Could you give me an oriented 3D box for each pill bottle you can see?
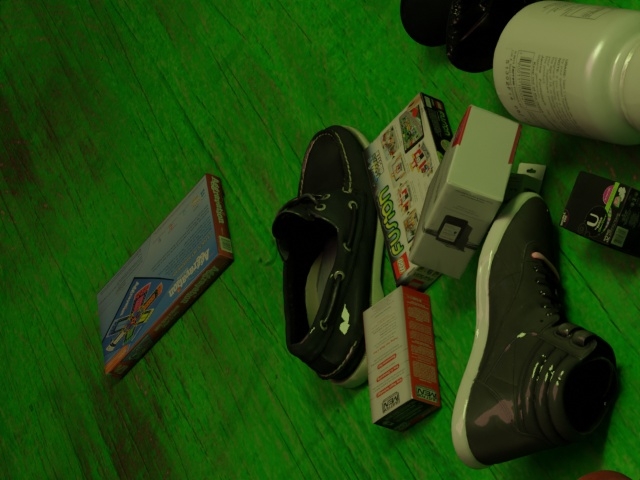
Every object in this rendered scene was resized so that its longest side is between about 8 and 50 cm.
[{"bbox_3d":[0.283,-0.161,1.912,0.229,0.131,0.131,19,90,57],"label":"pill bottle"}]

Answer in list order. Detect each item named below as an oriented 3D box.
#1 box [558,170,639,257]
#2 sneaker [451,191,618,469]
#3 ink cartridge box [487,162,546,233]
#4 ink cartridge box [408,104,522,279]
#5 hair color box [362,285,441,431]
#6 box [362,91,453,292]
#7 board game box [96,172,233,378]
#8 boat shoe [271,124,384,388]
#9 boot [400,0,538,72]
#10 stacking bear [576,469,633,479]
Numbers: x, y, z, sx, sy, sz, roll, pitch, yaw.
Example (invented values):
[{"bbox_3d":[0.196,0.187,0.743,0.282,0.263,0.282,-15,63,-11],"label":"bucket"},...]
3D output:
[{"bbox_3d":[0.284,-0.026,1.915,0.083,0.052,0.062,26,95,58],"label":"box"},{"bbox_3d":[0.228,0.082,1.916,0.147,0.104,0.296,-7,57,36],"label":"sneaker"},{"bbox_3d":[0.203,-0.045,2.066,0.048,0.028,0.083,9,81,57],"label":"ink cartridge box"},{"bbox_3d":[0.148,-0.048,2.026,0.150,0.063,0.109,113,176,-54],"label":"ink cartridge box"},{"bbox_3d":[0.087,0.129,2.136,0.072,0.043,0.141,-37,45,41],"label":"hair color box"},{"bbox_3d":[0.111,-0.055,2.201,0.114,0.036,0.207,-45,40,34],"label":"box"},{"bbox_3d":[-0.212,0.050,2.636,0.281,0.027,0.145,-45,39,34],"label":"board game box"},{"bbox_3d":[-0.003,0.002,2.269,0.127,0.113,0.340,-30,51,46],"label":"boat shoe"},{"bbox_3d":[0.154,-0.250,2.116,0.246,0.094,0.207,-47,19,40],"label":"boot"},{"bbox_3d":[0.321,0.305,1.609,0.289,0.175,0.164,18,96,48],"label":"stacking bear"}]
